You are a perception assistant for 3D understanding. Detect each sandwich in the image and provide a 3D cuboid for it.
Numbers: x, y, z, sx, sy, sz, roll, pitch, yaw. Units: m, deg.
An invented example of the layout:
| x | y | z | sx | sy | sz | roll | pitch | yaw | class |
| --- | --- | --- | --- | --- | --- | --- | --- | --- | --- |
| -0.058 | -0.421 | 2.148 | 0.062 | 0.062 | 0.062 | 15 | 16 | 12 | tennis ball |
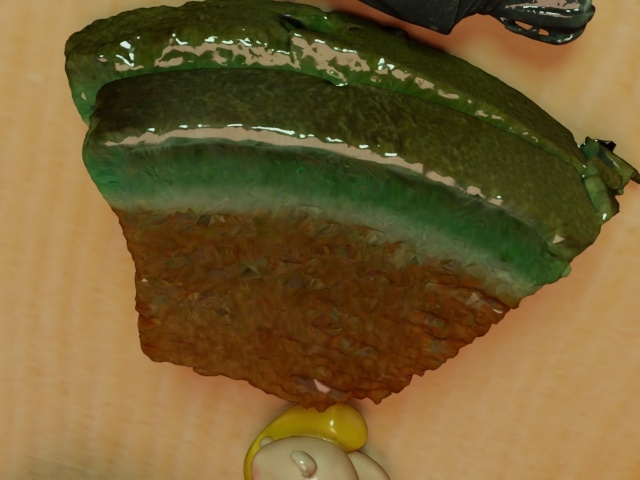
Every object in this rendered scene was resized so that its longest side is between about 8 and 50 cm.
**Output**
| x | y | z | sx | sy | sz | roll | pitch | yaw | class |
| --- | --- | --- | --- | --- | --- | --- | --- | --- | --- |
| -0.005 | -0.011 | 0.586 | 0.292 | 0.109 | 0.212 | 29 | 122 | -15 | sandwich |

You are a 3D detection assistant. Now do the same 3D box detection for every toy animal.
| x | y | z | sx | sy | sz | roll | pitch | yaw | class |
| --- | --- | --- | --- | --- | --- | --- | --- | --- | --- |
| -0.006 | 0.162 | 0.723 | 0.091 | 0.082 | 0.114 | -16 | 123 | 17 | toy animal |

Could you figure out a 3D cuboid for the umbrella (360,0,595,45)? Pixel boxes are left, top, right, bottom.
| x | y | z | sx | sy | sz | roll | pitch | yaw | class |
| --- | --- | --- | --- | --- | --- | --- | --- | --- | --- |
| 0.017 | -0.145 | 0.522 | 0.235 | 0.059 | 0.066 | 20 | 141 | -7 | umbrella |
